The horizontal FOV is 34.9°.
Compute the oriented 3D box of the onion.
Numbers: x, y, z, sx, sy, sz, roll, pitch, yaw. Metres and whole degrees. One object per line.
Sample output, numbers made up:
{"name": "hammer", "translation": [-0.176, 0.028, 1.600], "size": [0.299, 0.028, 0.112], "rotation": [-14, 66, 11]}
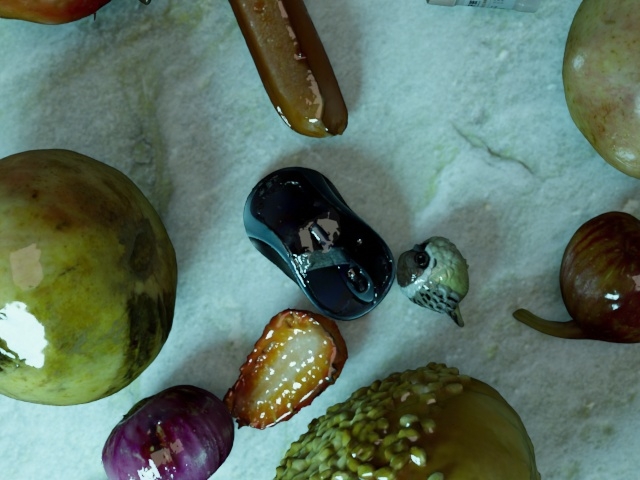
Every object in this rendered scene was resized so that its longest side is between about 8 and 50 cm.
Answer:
{"name": "onion", "translation": [-0.193, 0.266, 1.310], "size": [0.153, 0.177, 0.177], "rotation": [36, 87, -22]}

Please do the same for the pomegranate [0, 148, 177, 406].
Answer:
{"name": "pomegranate", "translation": [-0.323, 0.047, 1.251], "size": [0.322, 0.322, 0.322], "rotation": [0, 88, -1]}

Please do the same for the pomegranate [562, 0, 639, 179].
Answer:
{"name": "pomegranate", "translation": [0.476, -0.230, 1.270], "size": [0.338, 0.338, 0.338], "rotation": [0, 88, -1]}

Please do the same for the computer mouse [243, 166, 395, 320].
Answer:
{"name": "computer mouse", "translation": [0.000, 0.000, 1.363], "size": [0.233, 0.096, 0.137], "rotation": [45, 87, 2]}

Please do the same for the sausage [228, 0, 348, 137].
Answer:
{"name": "sausage", "translation": [-0.057, -0.284, 1.373], "size": [0.102, 0.102, 0.330], "rotation": [-23, 88, -2]}

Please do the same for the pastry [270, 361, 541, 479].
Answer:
{"name": "pastry", "translation": [0.075, 0.324, 1.222], "size": [0.409, 0.409, 0.245], "rotation": [-45, 100, -2]}

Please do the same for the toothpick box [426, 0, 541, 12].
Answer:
{"name": "toothpick box", "translation": [0.223, -0.363, 1.380], "size": [0.149, 0.098, 0.098], "rotation": [4, 88, -2]}

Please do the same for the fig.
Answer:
{"name": "fig", "translation": [0.383, 0.076, 1.347], "size": [0.175, 0.175, 0.207], "rotation": [37, 102, 0]}

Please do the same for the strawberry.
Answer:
{"name": "strawberry", "translation": [-0.048, 0.171, 1.369], "size": [0.188, 0.082, 0.121], "rotation": [-43, 83, 11]}

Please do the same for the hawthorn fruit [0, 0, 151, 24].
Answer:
{"name": "hawthorn fruit", "translation": [-0.364, -0.418, 1.286], "size": [0.312, 0.295, 0.294], "rotation": [-1, 88, -4]}

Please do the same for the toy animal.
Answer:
{"name": "toy animal", "translation": [0.151, 0.063, 1.371], "size": [0.098, 0.098, 0.137], "rotation": [-9, 110, -2]}
